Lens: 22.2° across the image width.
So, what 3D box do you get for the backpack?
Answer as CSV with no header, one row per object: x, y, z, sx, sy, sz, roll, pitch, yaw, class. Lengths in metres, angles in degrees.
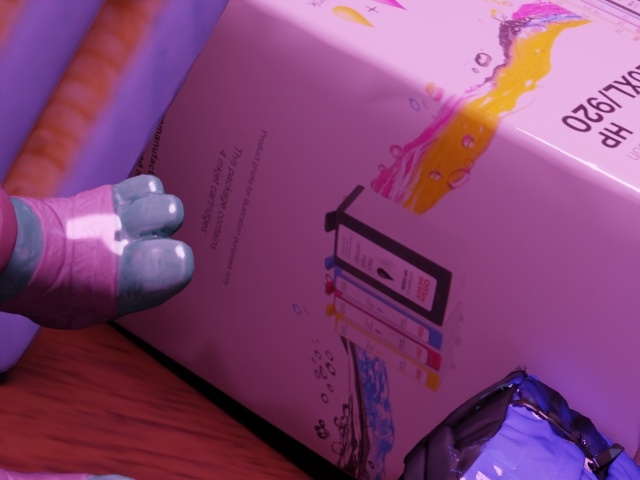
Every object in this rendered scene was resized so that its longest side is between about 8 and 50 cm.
0.058,0.101,0.488,0.101,0.098,0.120,37,11,10,backpack

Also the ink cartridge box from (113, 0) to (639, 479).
0.063,-0.013,0.640,0.232,0.168,0.171,30,34,22,ink cartridge box

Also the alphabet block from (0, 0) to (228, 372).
-0.170,-0.092,0.497,0.197,0.192,0.193,36,10,30,alphabet block

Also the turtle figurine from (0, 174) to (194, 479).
-0.123,0.004,0.329,0.118,0.175,0.234,17,-8,37,turtle figurine
